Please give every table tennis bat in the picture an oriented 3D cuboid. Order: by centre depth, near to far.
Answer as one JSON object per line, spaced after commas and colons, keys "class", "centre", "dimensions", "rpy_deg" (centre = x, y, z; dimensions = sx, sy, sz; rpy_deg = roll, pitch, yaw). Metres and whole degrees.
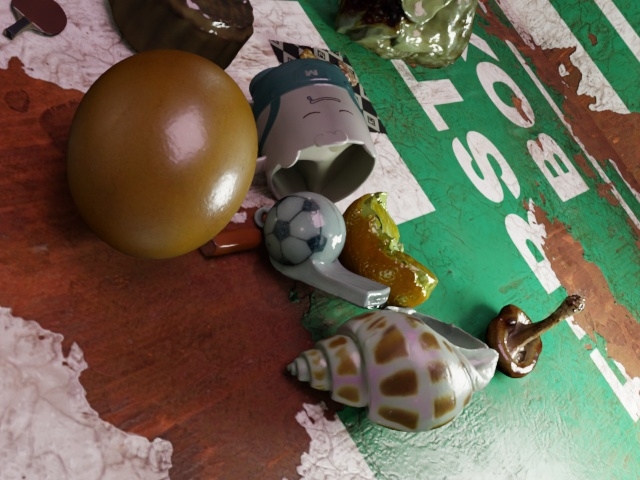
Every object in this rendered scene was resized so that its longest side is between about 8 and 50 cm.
{"class": "table tennis bat", "centre": [-0.500, -0.387, 1.371], "dimensions": [0.095, 0.014, 0.158], "rpy_deg": [41, 35, -15]}

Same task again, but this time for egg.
{"class": "egg", "centre": [-0.237, -0.131, 1.200], "dimensions": [0.282, 0.282, 0.351], "rpy_deg": [28, 44, -28]}

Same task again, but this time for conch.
{"class": "conch", "centre": [0.133, 0.214, 1.371], "dimensions": [0.368, 0.197, 0.249], "rpy_deg": [27, 21, -24]}

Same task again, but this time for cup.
{"class": "cup", "centre": [-0.050, -0.212, 1.549], "dimensions": [0.289, 0.219, 0.258], "rpy_deg": [-8, 60, -14]}

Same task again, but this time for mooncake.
{"class": "mooncake", "centre": [-0.268, -0.471, 1.565], "dimensions": [0.290, 0.161, 0.290], "rpy_deg": [30, 40, -29]}

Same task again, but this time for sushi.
{"class": "sushi", "centre": [0.036, -0.385, 1.903], "dimensions": [0.290, 0.050, 0.264], "rpy_deg": [-2, 61, -48]}

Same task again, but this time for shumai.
{"class": "shumai", "centre": [0.197, -0.629, 2.108], "dimensions": [0.348, 0.395, 0.395], "rpy_deg": [-22, 75, -31]}

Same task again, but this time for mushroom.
{"class": "mushroom", "centre": [0.478, 0.189, 1.731], "dimensions": [0.148, 0.217, 0.227], "rpy_deg": [48, 37, -4]}

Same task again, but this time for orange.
{"class": "orange", "centre": [0.113, 0.034, 1.528], "dimensions": [0.237, 0.158, 0.179], "rpy_deg": [61, 17, 16]}

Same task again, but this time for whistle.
{"class": "whistle", "centre": [0.000, 0.000, 1.413], "dimensions": [0.289, 0.163, 0.163], "rpy_deg": [22, 27, 26]}

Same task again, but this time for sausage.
{"class": "sausage", "centre": [-0.152, 0.001, 1.379], "dimensions": [0.131, 0.039, 0.041], "rpy_deg": [-12, 66, -50]}
